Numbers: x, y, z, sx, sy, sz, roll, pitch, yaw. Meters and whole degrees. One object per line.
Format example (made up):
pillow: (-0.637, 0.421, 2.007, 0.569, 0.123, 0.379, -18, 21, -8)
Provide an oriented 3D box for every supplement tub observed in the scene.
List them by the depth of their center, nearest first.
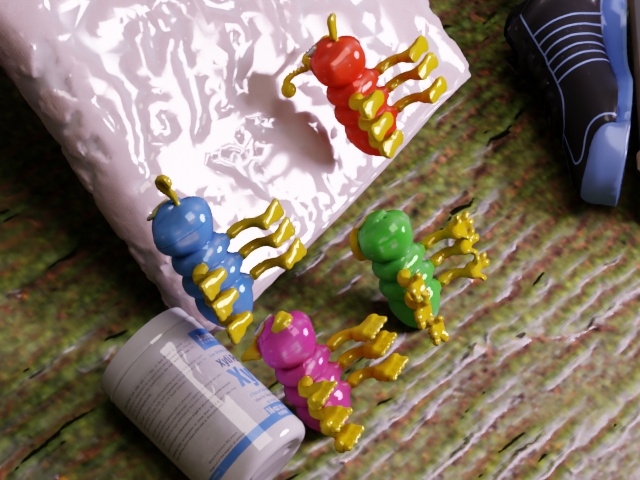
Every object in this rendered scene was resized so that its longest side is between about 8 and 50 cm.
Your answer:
supplement tub: (-0.068, 0.099, 1.155, 0.107, 0.071, 0.071, 43, 48, 13)

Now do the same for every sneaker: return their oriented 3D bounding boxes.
sneaker: (0.180, -0.122, 1.457, 0.090, 0.081, 0.232, 2, 52, 2)

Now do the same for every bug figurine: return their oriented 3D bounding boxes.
bug figurine: (0.000, 0.000, 1.211, 0.279, 0.072, 0.216, -49, 121, -44)

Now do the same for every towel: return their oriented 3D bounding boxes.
towel: (-0.078, -0.156, 1.273, 0.332, 0.053, 0.317, 55, 50, -13)

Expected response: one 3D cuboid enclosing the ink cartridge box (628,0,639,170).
ink cartridge box: (0.329, -0.115, 1.473, 0.193, 0.088, 0.234, 26, 44, -24)
